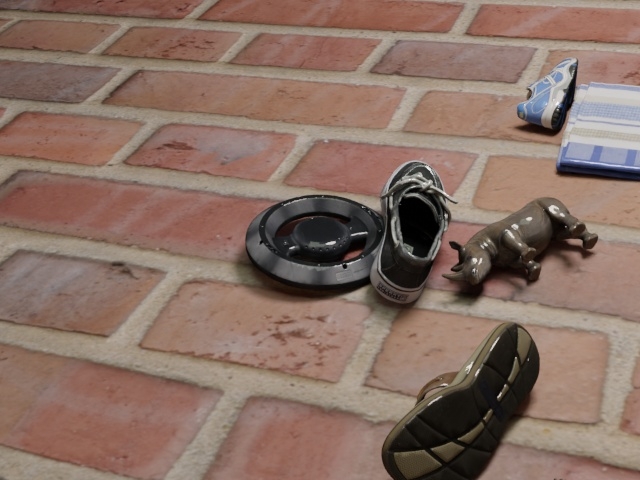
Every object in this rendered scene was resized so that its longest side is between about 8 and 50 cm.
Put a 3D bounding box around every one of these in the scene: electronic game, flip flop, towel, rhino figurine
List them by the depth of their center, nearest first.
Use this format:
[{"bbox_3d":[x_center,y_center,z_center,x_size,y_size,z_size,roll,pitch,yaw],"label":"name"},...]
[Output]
[{"bbox_3d":[0.162,0.194,1.229,0.080,0.112,0.277,-10,25,48],"label":"flip flop"},{"bbox_3d":[0.275,0.008,1.500,0.243,0.073,0.106,-24,41,-21],"label":"rhino figurine"},{"bbox_3d":[0.000,0.000,1.587,0.229,0.048,0.229,1,36,-1],"label":"electronic game"},{"bbox_3d":[0.525,-0.188,1.780,0.209,0.034,0.285,8,38,18],"label":"towel"}]

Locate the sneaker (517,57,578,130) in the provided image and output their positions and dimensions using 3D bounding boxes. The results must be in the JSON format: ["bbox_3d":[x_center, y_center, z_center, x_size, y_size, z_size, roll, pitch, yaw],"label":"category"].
[{"bbox_3d":[0.417,-0.276,1.889,0.081,0.080,0.211,11,37,21],"label":"sneaker"}]

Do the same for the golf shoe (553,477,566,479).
[{"bbox_3d":[0.163,0.341,1.021,0.273,0.105,0.120,-29,55,-20],"label":"golf shoe"}]

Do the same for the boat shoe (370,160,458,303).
[{"bbox_3d":[0.141,-0.043,1.543,0.113,0.105,0.306,25,39,0],"label":"boat shoe"}]
